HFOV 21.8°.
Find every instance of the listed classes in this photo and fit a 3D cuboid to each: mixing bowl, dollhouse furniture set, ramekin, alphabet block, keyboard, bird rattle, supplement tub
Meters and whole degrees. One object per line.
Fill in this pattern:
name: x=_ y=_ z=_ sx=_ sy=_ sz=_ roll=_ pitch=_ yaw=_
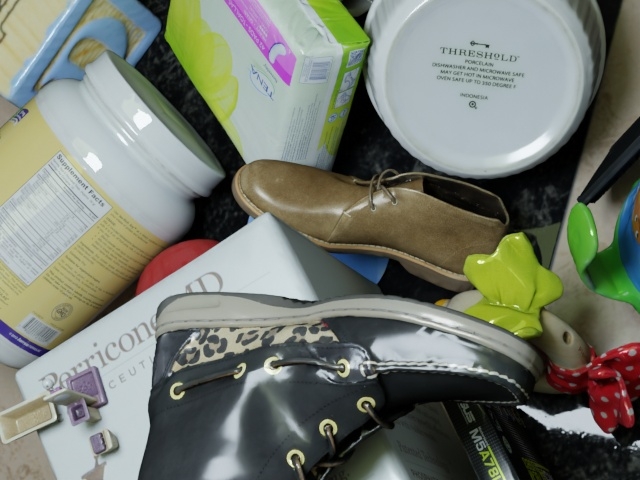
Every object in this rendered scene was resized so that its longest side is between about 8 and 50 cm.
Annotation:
mixing bowl: x=-0.141 y=0.063 z=1.901 sx=0.181 sy=0.181 sz=0.098 roll=-33 pitch=53 yaw=10
dollhouse furniture set: x=-0.271 y=0.177 z=1.605 sx=0.114 sy=0.081 sz=0.091 roll=-25 pitch=69 yaw=15
ramekin: x=0.174 y=-0.189 z=1.790 sx=0.273 sy=0.127 sz=0.272 roll=2 pitch=113 yaw=5
alphabet block: x=-0.350 y=-0.268 z=2.051 sx=0.197 sy=0.192 sz=0.193 roll=36 pitch=88 yaw=24
keyboard: x=0.384 y=-0.162 z=1.717 sx=0.033 sy=0.317 sz=0.201 roll=39 pitch=51 yaw=0
bird rattle: x=0.227 y=0.104 z=1.742 sx=0.207 sy=0.253 sz=0.143 roll=-8 pitch=56 yaw=58
supplement tub: x=-0.299 y=-0.037 z=1.941 sx=0.331 sy=0.241 sz=0.241 roll=-43 pitch=66 yaw=5

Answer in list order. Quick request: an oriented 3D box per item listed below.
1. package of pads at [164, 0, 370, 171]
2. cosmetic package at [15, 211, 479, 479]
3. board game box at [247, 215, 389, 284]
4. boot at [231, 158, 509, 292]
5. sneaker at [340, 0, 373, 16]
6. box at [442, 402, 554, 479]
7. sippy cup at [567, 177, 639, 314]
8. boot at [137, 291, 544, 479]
package of pads: x=-0.071 y=-0.229 z=1.901 sx=0.101 sy=0.229 sz=0.296 roll=-16 pitch=54 yaw=-26
cosmetic package: x=-0.045 y=0.249 z=1.722 sx=0.329 sy=0.327 sz=0.393 roll=-32 pitch=67 yaw=11
board game box: x=0.000 y=0.000 z=1.927 sx=0.169 sy=0.033 sz=0.133 roll=-7 pitch=96 yaw=9
boot: x=0.058 y=-0.045 z=1.808 sx=0.305 sy=0.115 sz=0.112 roll=16 pitch=47 yaw=-6
sneaker: x=0.038 y=-0.372 z=1.980 sx=0.163 sy=0.086 sz=0.226 roll=36 pitch=97 yaw=33
box: x=0.203 y=0.245 z=1.704 sx=0.045 sy=0.191 sz=0.184 roll=-32 pitch=66 yaw=11
sippy cup: x=0.415 y=-0.037 z=1.643 sx=0.240 sy=0.224 sz=0.305 roll=37 pitch=68 yaw=21
boot: x=-0.008 y=0.193 z=1.441 sx=0.377 sy=0.138 sz=0.284 roll=4 pitch=65 yaw=24
